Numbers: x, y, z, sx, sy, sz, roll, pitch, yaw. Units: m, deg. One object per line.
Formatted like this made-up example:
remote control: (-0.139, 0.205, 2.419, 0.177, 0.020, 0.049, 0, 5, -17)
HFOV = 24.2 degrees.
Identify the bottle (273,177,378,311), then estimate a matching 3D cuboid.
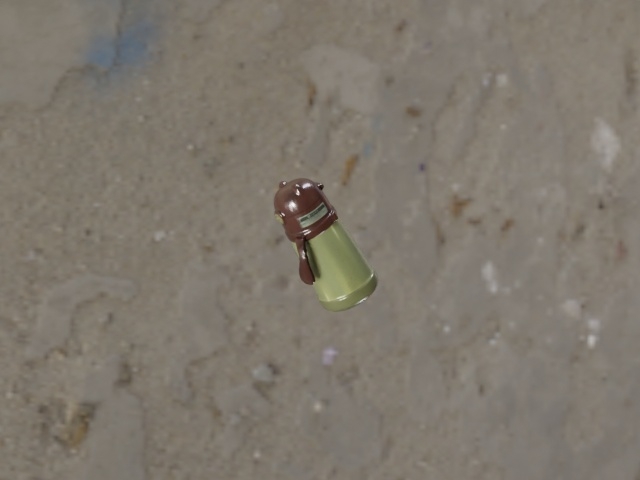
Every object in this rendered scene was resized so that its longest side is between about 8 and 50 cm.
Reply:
bottle: (0.000, -0.001, 1.076, 0.101, 0.047, 0.063, 59, 6, -21)
